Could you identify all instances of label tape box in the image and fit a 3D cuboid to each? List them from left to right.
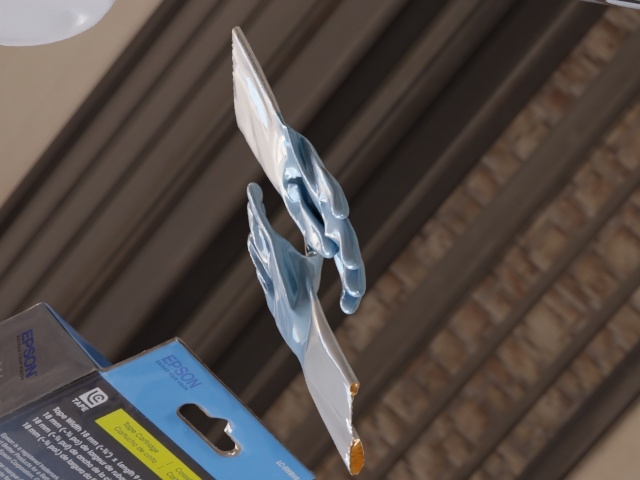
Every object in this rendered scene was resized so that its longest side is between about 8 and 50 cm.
[{"bbox_3d":[-0.209,0.172,1.491,0.240,0.333,0.106,51,-162,-45],"label":"label tape box"}]

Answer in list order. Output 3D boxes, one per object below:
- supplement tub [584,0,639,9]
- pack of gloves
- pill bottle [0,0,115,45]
[{"bbox_3d":[0.141,-0.135,0.334,0.338,0.207,0.207,15,174,38],"label":"supplement tub"},{"bbox_3d":[0.000,0.000,1.141,0.046,0.195,0.232,-12,-139,-15],"label":"pack of gloves"},{"bbox_3d":[-0.196,-0.241,1.137,0.117,0.117,0.208,25,-131,-52],"label":"pill bottle"}]
